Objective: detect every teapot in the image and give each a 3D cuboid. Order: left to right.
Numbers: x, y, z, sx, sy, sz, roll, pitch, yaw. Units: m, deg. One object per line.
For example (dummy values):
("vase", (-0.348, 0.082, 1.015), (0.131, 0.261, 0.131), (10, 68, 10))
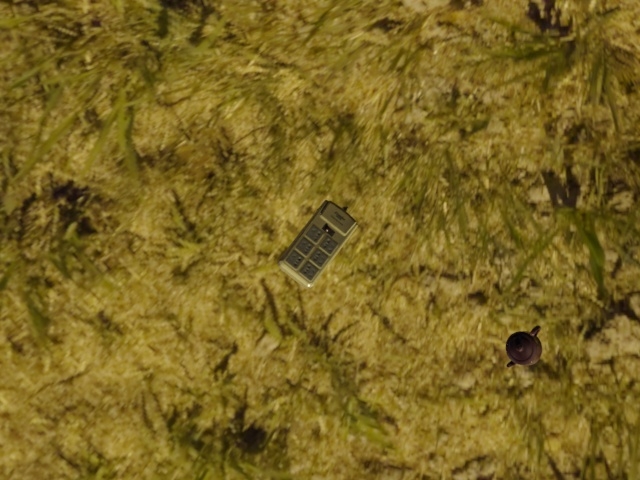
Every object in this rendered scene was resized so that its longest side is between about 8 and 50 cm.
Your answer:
("teapot", (0.391, 0.204, 1.720), (0.068, 0.045, 0.100), (40, 106, 30))

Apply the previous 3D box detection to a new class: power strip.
("power strip", (0.000, 0.000, 1.554), (0.076, 0.169, 0.028), (38, 158, -4))
